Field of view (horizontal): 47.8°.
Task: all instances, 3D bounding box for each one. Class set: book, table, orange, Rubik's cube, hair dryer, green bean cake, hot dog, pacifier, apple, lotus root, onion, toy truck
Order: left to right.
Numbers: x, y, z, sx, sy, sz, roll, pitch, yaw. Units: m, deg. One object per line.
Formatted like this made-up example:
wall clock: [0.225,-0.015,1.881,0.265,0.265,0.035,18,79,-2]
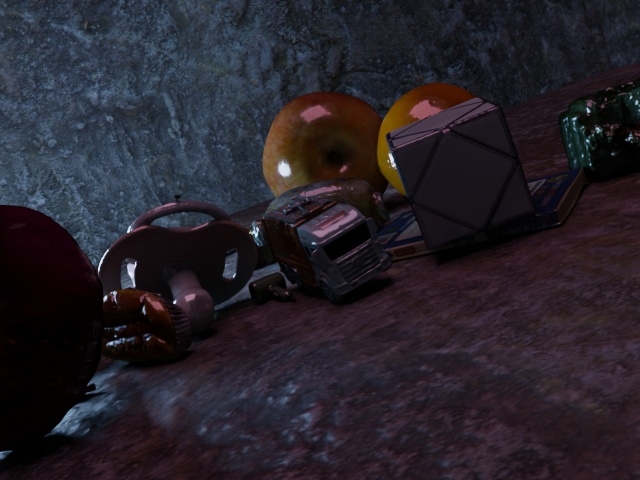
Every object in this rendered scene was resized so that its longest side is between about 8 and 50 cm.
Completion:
onion: [-0.494,0.151,1.205,0.398,0.398,0.420,-16,-21,23]
hot dog: [-0.350,0.160,1.360,0.268,0.144,0.075,-6,10,40]
pacifier: [-0.281,0.071,1.480,0.332,0.273,0.220,-5,-15,-24]
table: [-0.156,0.027,1.893,0.070,0.083,0.082,-21,16,13]
hair dryer: [-0.084,0.102,1.457,0.071,0.047,0.150,-24,16,-25]
lotus root: [-0.006,-0.069,1.823,0.349,0.175,0.175,-11,10,5]
toy truck: [0.000,0.000,1.373,0.136,0.162,0.305,-31,18,-17]
apple: [0.023,-0.233,2.067,0.391,0.391,0.346,-22,4,-11]
orange: [0.287,-0.220,1.722,0.312,0.312,0.312,-20,10,3]
Rubik's cube: [0.252,-0.129,1.334,0.207,0.205,0.205,-20,14,7]
book: [0.305,-0.047,1.475,0.428,0.039,0.300,-14,13,33]
green bean cake: [0.666,-0.239,1.437,0.300,0.169,0.308,-20,11,-3]

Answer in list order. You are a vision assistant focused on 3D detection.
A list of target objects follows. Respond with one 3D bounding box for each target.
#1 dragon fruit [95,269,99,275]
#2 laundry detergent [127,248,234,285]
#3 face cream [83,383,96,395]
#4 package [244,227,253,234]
dragon fruit: [-0.605,0.153,1.655,0.302,0.240,0.330,17,41,43]
laundry detergent: [-0.439,0.056,2.294,0.335,0.088,0.159,-21,9,-11]
face cream: [-0.439,0.272,1.286,0.083,0.021,0.040,-18,12,10]
package: [-0.205,-0.028,2.395,0.131,0.047,0.071,-17,12,27]
